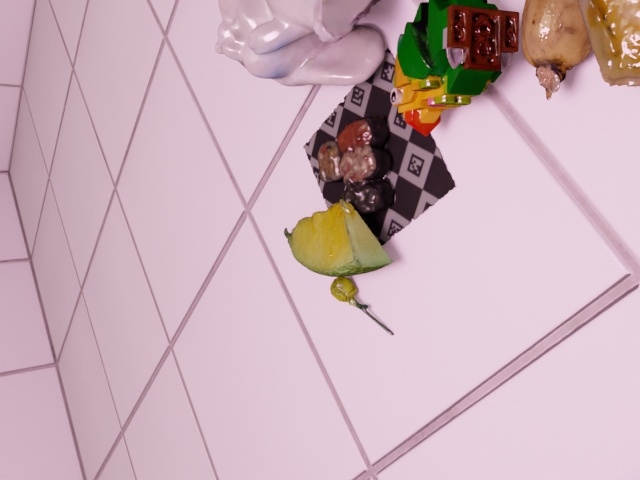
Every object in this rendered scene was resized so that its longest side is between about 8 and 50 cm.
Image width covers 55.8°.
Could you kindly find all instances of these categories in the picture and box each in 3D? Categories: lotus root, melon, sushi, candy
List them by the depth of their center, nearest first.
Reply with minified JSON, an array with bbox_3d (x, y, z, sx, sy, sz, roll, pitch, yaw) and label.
[{"bbox_3d":[0.225,-0.210,0.572,0.072,0.063,0.152,13,100,41],"label":"lotus root"},{"bbox_3d":[0.049,-0.105,0.825,0.231,0.047,0.220,-43,61,46],"label":"sushi"},{"bbox_3d":[0.059,0.093,0.853,0.123,0.035,0.035,41,108,33],"label":"candy"},{"bbox_3d":[0.000,0.000,0.868,0.261,0.053,0.114,2,110,61],"label":"melon"}]

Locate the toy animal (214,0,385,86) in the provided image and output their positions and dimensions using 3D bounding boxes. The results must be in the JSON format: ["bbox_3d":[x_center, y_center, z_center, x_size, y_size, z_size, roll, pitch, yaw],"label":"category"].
[{"bbox_3d":[-0.028,-0.332,0.805,0.289,0.174,0.249,16,118,50],"label":"toy animal"}]

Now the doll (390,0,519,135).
[{"bbox_3d":[0.133,-0.203,0.657,0.186,0.106,0.135,124,138,-61],"label":"doll"}]

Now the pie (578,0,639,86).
[{"bbox_3d":[0.262,-0.267,0.493,0.128,0.068,0.283,-13,80,29],"label":"pie"}]
